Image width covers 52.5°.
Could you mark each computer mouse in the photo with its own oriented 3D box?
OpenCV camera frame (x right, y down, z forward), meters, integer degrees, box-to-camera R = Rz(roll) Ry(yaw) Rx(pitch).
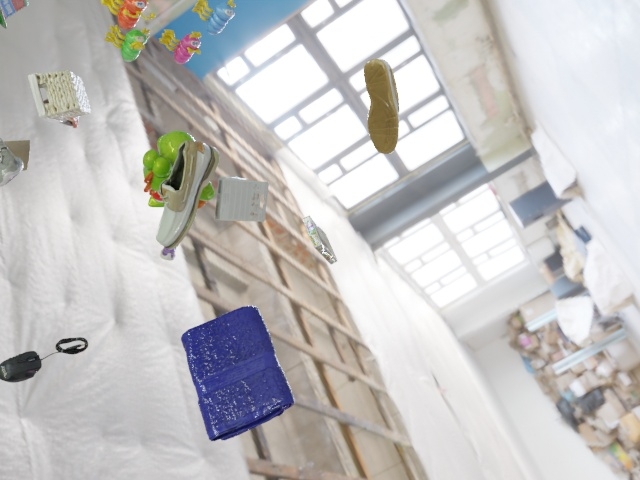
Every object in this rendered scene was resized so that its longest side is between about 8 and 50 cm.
[{"bbox_3d":[-0.743,0.312,1.744,0.242,0.041,0.071,-23,-115,-37],"label":"computer mouse"}]

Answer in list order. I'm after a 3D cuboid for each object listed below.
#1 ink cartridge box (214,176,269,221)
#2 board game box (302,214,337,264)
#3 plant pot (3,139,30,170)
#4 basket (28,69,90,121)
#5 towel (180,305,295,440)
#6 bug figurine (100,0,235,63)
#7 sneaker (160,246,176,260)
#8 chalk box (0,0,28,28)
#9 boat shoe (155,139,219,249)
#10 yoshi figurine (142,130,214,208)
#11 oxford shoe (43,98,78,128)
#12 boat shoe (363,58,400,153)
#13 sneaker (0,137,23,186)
[{"bbox_3d":[-0.267,-0.139,2.208,0.179,0.146,0.045,1,-170,-39],"label":"ink cartridge box"},{"bbox_3d":[0.000,0.000,1.912,0.104,0.026,0.154,66,-171,26],"label":"board game box"},{"bbox_3d":[-0.997,-0.269,2.087,0.109,0.109,0.096,-12,-81,-39],"label":"plant pot"},{"bbox_3d":[-0.670,-0.374,1.679,0.167,0.103,0.114,-148,44,-78],"label":"basket"},{"bbox_3d":[-0.214,0.333,1.654,0.076,0.227,0.308,78,169,-57],"label":"towel"},{"bbox_3d":[-0.313,-0.436,1.339,0.278,0.216,0.072,-9,-104,-34],"label":"bug figurine"},{"bbox_3d":[-0.526,-0.002,2.310,0.068,0.071,0.170,16,-143,-22],"label":"sneaker"},{"bbox_3d":[-0.658,-0.482,1.148,0.288,0.179,0.180,31,147,10],"label":"chalk box"},{"bbox_3d":[-0.381,-0.126,1.735,0.103,0.303,0.113,19,-174,-43],"label":"boat shoe"},{"bbox_3d":[-0.413,-0.208,1.911,0.362,0.203,0.203,96,175,-79],"label":"yoshi figurine"},{"bbox_3d":[-0.806,-0.410,2.024,0.271,0.098,0.097,180,93,-73],"label":"oxford shoe"},{"bbox_3d":[0.119,-0.244,1.172,0.059,0.062,0.170,-39,-53,-56],"label":"boat shoe"},{"bbox_3d":[-0.938,-0.246,1.830,0.281,0.105,0.115,37,166,37],"label":"sneaker"}]
